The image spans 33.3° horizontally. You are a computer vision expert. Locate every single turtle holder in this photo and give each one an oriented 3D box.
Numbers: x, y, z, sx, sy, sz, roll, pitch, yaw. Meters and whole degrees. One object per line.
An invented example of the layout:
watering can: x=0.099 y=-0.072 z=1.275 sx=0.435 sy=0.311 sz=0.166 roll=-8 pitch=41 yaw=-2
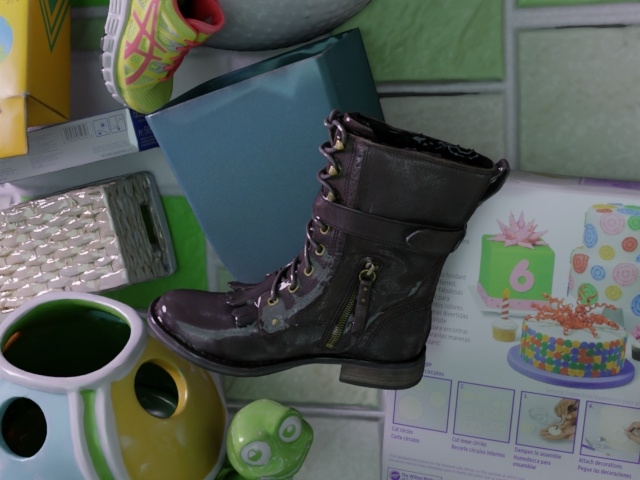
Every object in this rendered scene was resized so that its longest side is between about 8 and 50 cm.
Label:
turtle holder: x=-0.191 y=0.184 z=0.983 sx=0.320 sy=0.243 sz=0.227 roll=31 pitch=139 yaw=37

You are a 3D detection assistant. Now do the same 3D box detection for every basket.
basket: x=-0.247 y=0.005 z=1.071 sx=0.167 sy=0.103 sz=0.113 roll=-13 pitch=96 yaw=18

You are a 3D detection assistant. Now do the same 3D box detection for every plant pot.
plant pot: x=-0.016 y=-0.046 z=0.970 sx=0.165 sy=0.166 sz=0.234 roll=-17 pitch=103 yaw=18

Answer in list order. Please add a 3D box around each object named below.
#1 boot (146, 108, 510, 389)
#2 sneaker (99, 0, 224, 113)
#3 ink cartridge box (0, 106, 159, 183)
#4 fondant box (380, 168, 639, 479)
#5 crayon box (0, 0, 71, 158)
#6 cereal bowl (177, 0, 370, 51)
boot: x=0.000 y=0.000 z=0.861 sx=0.263 sy=0.091 sz=0.229 roll=7 pitch=120 yaw=-7
sneaker: x=-0.129 y=-0.180 z=0.906 sx=0.094 sy=0.081 sz=0.208 roll=21 pitch=141 yaw=7
ink cartridge box: x=-0.255 y=-0.093 z=1.058 sx=0.207 sy=0.097 sz=0.046 roll=-11 pitch=98 yaw=17
fondant box: x=0.187 y=0.105 z=0.975 sx=0.238 sy=0.096 sz=0.330 roll=7 pitch=103 yaw=14
crayon box: x=-0.342 y=-0.211 z=1.013 sx=0.202 sy=0.081 sz=0.318 roll=-6 pitch=77 yaw=17
cereal bowl: x=-0.082 y=-0.333 z=0.941 sx=0.339 sy=0.141 sz=0.339 roll=3 pitch=103 yaw=16
